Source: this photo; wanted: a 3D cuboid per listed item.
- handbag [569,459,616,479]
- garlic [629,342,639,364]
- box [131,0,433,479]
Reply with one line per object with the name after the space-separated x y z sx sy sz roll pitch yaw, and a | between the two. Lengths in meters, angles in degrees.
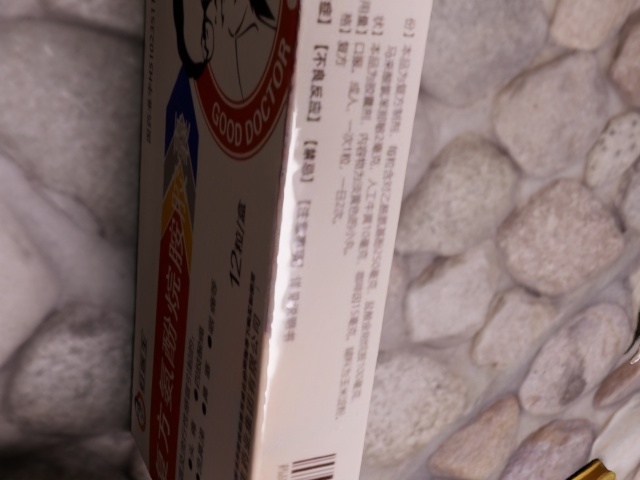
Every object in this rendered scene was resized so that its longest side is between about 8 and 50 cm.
0.255 0.259 0.820 0.083 0.027 0.061 -31 122 -14 | handbag
0.350 0.055 0.758 0.152 0.066 0.084 -28 123 -17 | garlic
-0.041 0.007 0.440 0.069 0.214 0.353 -2 112 -26 | box
